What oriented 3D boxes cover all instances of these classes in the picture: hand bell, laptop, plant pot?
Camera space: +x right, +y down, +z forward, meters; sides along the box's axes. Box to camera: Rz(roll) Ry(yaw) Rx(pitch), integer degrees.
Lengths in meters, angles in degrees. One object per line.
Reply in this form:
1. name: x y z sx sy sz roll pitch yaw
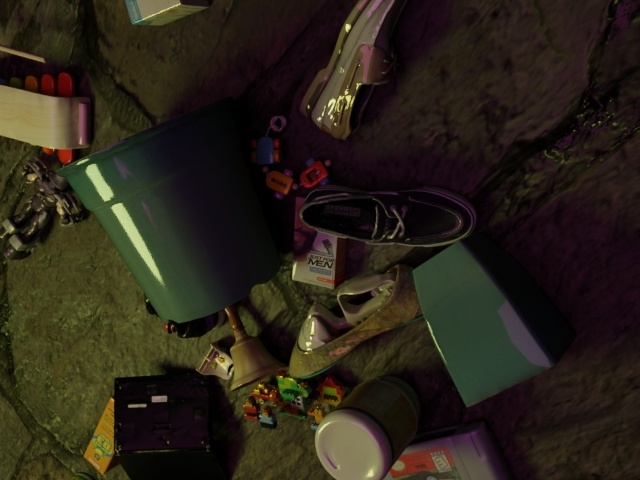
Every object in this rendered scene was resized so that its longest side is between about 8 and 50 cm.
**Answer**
1. hand bell: -0.176 0.179 1.399 0.126 0.126 0.241 -32 77 31
2. laptop: -0.345 0.447 1.557 0.235 0.136 0.264 -5 78 6
3. plant pot: 0.269 0.115 1.100 0.165 0.166 0.234 -37 79 31
4. plant pot: -0.251 -0.048 1.246 0.341 0.341 0.334 -16 105 30

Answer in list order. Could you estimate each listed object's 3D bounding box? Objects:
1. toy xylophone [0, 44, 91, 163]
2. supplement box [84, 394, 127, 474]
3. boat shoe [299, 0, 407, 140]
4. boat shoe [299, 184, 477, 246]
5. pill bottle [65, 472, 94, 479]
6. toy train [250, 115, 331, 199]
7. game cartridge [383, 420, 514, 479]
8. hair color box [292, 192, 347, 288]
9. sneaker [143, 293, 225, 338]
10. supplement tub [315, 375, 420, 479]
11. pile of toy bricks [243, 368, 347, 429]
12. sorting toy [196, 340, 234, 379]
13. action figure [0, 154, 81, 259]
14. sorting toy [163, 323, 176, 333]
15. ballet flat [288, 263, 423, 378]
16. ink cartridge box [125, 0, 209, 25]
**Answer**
1. toy xylophone: -0.655 -0.316 1.500 0.323 0.081 0.236 24 114 20
2. supplement box: -0.504 0.471 1.656 0.078 0.080 0.233 37 119 14
3. boat shoe: 0.079 -0.302 1.111 0.103 0.113 0.302 41 130 10
4. boat shoe: 0.114 -0.040 1.138 0.302 0.102 0.108 9 108 9
5. pill bottle: -0.687 0.713 1.745 0.118 0.208 0.117 8 108 25
6. toy train: -0.055 -0.148 1.261 0.125 0.046 0.166 -40 77 12
7. game cartridge: 0.222 0.468 1.290 0.294 0.060 0.196 -24 97 31
8. hair color box: 0.000 0.000 1.267 0.093 0.053 0.167 11 108 25
9. sneaker: -0.326 0.082 1.407 0.102 0.146 0.293 -38 86 31
10. supplement tub: 0.094 0.344 1.230 0.145 0.200 0.144 7 105 27
11. pile of toy bricks: -0.061 0.308 1.347 0.213 0.118 0.105 4 114 26
12. sorting toy: -0.220 0.269 1.470 0.075 0.045 0.083 36 118 6
13. action figure: -0.657 -0.081 1.568 0.285 0.099 0.185 -41 77 27
14. sorting toy: -0.324 0.165 1.482 0.042 0.061 0.101 8 137 11
15. ballet flat: 0.047 0.144 1.240 0.349 0.123 0.123 -32 89 27
16. ink cartridge box: -0.286 -0.470 1.256 0.143 0.092 0.089 -8 101 30
